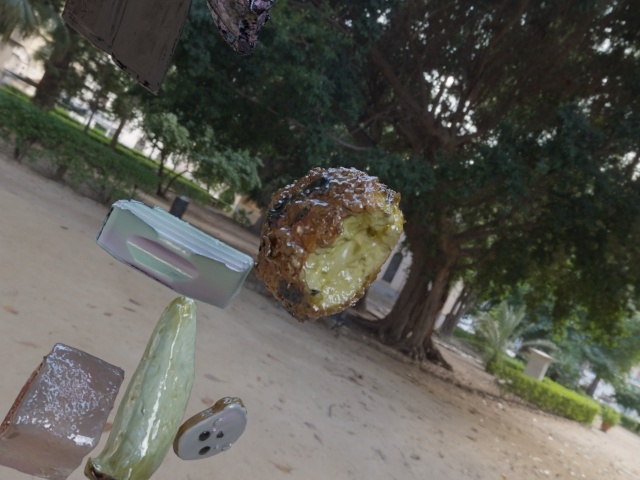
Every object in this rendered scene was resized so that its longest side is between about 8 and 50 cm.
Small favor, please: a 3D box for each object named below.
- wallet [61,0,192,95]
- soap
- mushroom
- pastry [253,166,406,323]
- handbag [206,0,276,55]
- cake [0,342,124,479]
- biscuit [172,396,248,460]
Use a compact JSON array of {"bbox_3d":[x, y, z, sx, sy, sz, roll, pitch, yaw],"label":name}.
[{"bbox_3d":[-0.454,-0.527,1.068,0.323,0.247,0.041,39,31,8],"label":"wallet"},{"bbox_3d":[-0.453,0.038,1.469,0.446,0.156,0.261,29,9,-1],"label":"soap"},{"bbox_3d":[-0.267,0.249,0.769,0.087,0.333,0.107,-22,-53,33],"label":"mushroom"},{"bbox_3d":[-0.001,-0.014,1.183,0.292,0.405,0.337,36,2,-37],"label":"pastry"},{"bbox_3d":[-0.183,-0.554,1.039,0.228,0.127,0.208,66,-22,0],"label":"handbag"},{"bbox_3d":[-0.735,0.481,1.311,0.230,0.237,0.308,31,31,-24],"label":"cake"},{"bbox_3d":[-0.286,0.513,1.236,0.049,0.208,0.180,39,-35,43],"label":"biscuit"}]
